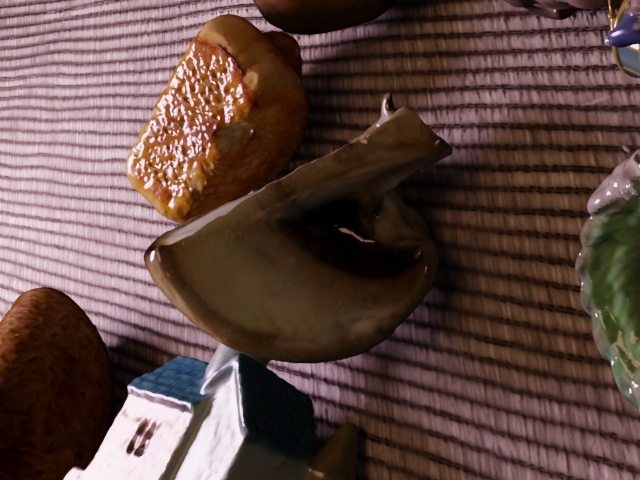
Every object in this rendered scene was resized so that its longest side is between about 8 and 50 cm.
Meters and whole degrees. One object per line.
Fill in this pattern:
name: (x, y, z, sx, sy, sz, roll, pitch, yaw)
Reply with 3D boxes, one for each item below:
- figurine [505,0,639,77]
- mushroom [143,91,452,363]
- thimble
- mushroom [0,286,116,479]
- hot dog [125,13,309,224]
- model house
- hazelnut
figurine: (0.227, -0.242, 0.880, 0.275, 0.161, 0.158, 47, 151, 48)
mushroom: (-0.005, 0.004, 1.016, 0.292, 0.212, 0.217, -41, 2, -10)
thimble: (0.275, 0.027, 0.671, 0.219, 0.150, 0.219, 164, 90, -80)
mushroom: (-0.418, 0.188, 1.272, 0.331, 0.356, 0.334, -42, 12, 8)
hot dog: (-0.105, -0.140, 1.182, 0.150, 0.153, 0.257, 47, 126, 14)
model house: (-0.086, 0.214, 1.045, 0.267, 0.194, 0.325, 5, 66, 50)
hazelnut: (0.013, -0.328, 1.104, 0.210, 0.186, 0.210, -9, 76, 39)
